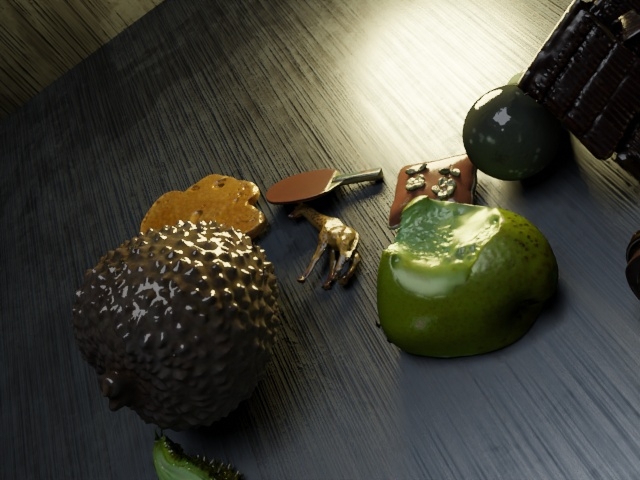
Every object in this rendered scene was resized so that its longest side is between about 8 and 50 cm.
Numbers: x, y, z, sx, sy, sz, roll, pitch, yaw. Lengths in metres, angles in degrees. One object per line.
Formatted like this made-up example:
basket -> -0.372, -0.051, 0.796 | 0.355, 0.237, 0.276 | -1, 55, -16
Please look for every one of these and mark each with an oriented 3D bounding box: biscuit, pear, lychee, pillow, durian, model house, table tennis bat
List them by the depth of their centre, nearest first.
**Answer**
pear -> 0.257, 0.058, 1.298 | 0.282, 0.176, 0.286 | 10, 62, 36
model house -> 0.517, -0.315, 1.302 | 0.317, 0.283, 0.297 | -54, 32, 18
durian -> -0.203, 0.442, 1.331 | 0.132, 0.106, 0.375 | -47, 44, -11
lychee -> -0.255, 0.150, 1.411 | 0.380, 0.380, 0.432 | 0, 33, 34
pillow -> 0.224, -0.102, 1.518 | 0.179, 0.075, 0.171 | -7, 52, 31
table tennis bat -> 0.006, -0.128, 1.694 | 0.274, 0.021, 0.154 | -8, 28, 19
biscuit -> -0.277, -0.047, 1.824 | 0.376, 0.051, 0.269 | 7, 57, 36

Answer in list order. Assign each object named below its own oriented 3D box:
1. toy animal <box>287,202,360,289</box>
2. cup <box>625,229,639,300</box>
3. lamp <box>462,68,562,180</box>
toy animal -> 0.008, -0.005, 1.599 | 0.149, 0.054, 0.275 | -29, 46, 17
cup -> 0.597, -0.008, 1.124 | 0.280, 0.196, 0.196 | -45, 43, -18
lamp -> 0.402, -0.238, 1.471 | 0.182, 0.181, 0.314 | 14, 42, 40
